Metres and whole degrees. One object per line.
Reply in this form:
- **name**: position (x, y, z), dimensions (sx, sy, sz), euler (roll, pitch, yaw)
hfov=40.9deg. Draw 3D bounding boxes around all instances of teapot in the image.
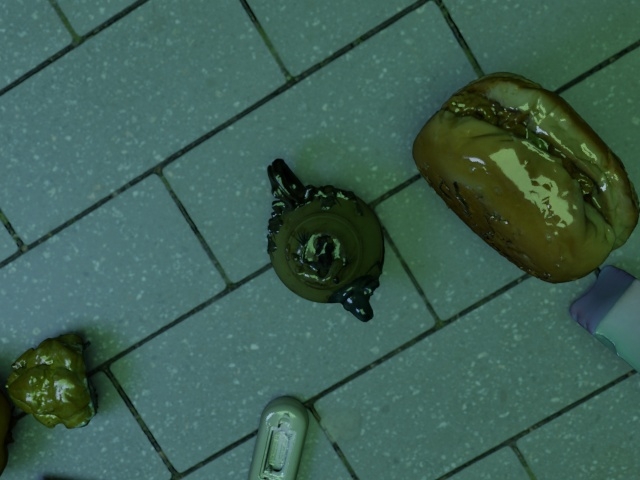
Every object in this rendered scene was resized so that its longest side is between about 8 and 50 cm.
- **teapot**: position (0.000, 0.000, 1.250), dimensions (0.173, 0.182, 0.269), euler (-31, 96, 7)

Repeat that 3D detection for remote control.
- **remote control**: position (-0.072, 0.359, 1.377), dimensions (0.078, 0.042, 0.222), euler (13, 98, -1)

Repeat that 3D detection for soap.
- **soap**: position (0.536, 0.186, 1.257), dimensions (0.324, 0.193, 0.109), euler (40, 98, -5)

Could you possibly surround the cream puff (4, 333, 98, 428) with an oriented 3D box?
- **cream puff**: position (-0.415, 0.226, 1.327), dimensions (0.156, 0.121, 0.156), euler (1, 104, 4)

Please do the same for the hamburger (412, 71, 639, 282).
- **hamburger**: position (0.274, -0.079, 1.180), dimensions (0.304, 0.284, 0.174), euler (45, 84, 0)

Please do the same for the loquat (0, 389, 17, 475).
- **loquat**: position (-0.566, 0.297, 1.304), dimensions (0.208, 0.208, 0.208), euler (0, 99, 2)
